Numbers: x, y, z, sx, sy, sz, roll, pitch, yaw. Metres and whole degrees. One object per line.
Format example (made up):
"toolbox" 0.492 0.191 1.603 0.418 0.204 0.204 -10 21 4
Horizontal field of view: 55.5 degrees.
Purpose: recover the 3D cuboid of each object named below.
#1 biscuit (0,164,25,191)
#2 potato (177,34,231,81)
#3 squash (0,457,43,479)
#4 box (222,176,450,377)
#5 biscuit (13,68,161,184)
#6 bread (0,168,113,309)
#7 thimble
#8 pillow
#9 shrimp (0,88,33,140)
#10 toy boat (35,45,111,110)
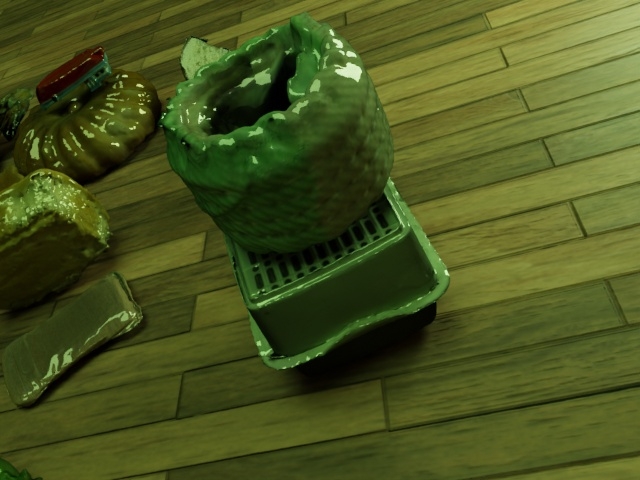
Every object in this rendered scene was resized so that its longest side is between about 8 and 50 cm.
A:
"biscuit" -0.569 -0.036 1.100 0.184 0.035 0.249 -45 51 -1
"potato" -0.191 -0.317 1.192 0.172 0.089 0.100 19 76 2
"squash" -0.490 0.302 0.705 0.395 0.107 0.107 -13 45 17
"box" 0.000 0.000 0.710 0.221 0.166 0.290 -25 43 2
"biscuit" -0.480 -0.237 1.230 0.326 0.107 0.325 -14 47 16
"bread" -0.449 0.004 0.924 0.246 0.174 0.121 -29 47 8
"thimble" -0.037 -0.106 0.597 0.219 0.150 0.219 -14 46 15
"pillow" -0.353 0.133 0.855 0.211 0.034 0.135 -37 47 -9
"shrimp" -0.697 -0.201 1.281 0.233 0.071 0.365 -35 39 21
"toy boat" -0.479 -0.310 1.184 0.173 0.059 0.069 -32 43 4
